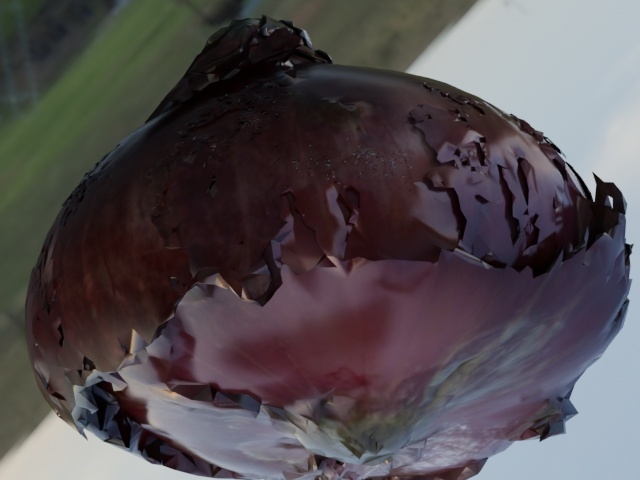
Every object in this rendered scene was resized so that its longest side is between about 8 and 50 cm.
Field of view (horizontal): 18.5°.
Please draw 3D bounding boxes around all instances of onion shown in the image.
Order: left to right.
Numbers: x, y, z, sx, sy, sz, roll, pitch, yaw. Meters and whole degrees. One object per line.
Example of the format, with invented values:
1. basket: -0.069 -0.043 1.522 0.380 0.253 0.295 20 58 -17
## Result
1. onion: 0.000 0.000 0.597 0.184 0.184 0.147 -38 -125 56
